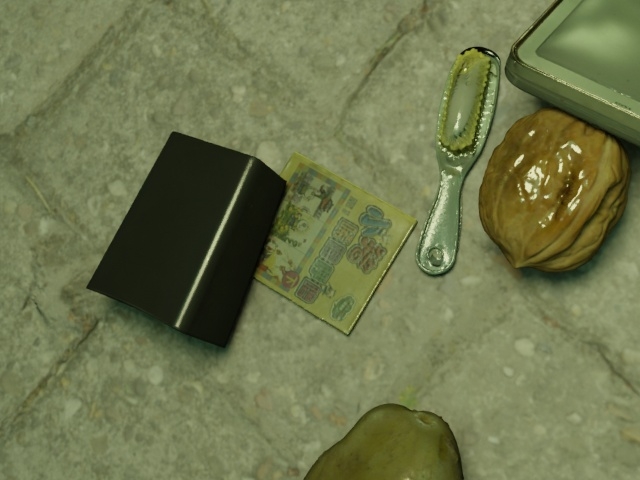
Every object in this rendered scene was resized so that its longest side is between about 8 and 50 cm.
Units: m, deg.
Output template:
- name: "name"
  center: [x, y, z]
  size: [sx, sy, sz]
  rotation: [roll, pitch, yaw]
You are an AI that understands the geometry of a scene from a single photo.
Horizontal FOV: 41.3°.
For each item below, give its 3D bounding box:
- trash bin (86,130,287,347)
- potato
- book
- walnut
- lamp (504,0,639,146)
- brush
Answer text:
- name: "trash bin"
  center: [-0.160, -0.005, 1.062]
  size: [0.165, 0.115, 0.225]
  rotation: [20, 83, 30]
- name: "potato"
  center: [0.062, 0.286, 0.910]
  size: [0.178, 0.160, 0.235]
  rotation: [29, 90, 29]
- name: "book"
  center: [0.000, 0.000, 1.073]
  size: [0.192, 0.013, 0.168]
  rotation: [31, 88, 20]
- name: "walnut"
  center: [0.253, -0.051, 0.934]
  size: [0.155, 0.155, 0.184]
  rotation: [26, 88, 21]
- name: "lamp"
  center: [0.374, -0.201, 0.919]
  size: [0.269, 0.047, 0.266]
  rotation: [31, 59, 20]
- name: "brush"
  center: [0.162, -0.105, 1.020]
  size: [0.068, 0.060, 0.296]
  rotation: [10, 81, 17]
